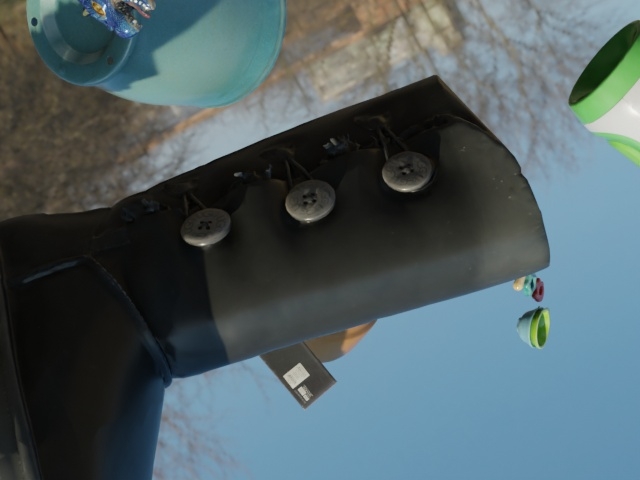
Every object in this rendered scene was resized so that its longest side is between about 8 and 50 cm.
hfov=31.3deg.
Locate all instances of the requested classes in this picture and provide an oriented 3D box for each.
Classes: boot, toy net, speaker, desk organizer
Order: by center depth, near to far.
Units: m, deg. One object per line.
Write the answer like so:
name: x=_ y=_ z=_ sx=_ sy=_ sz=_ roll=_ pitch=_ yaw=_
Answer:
boot: x=-0.031 y=0.068 z=0.869 sx=0.445 sy=0.367 sz=0.146 roll=-15 pitch=146 yaw=-13
speaker: x=0.398 y=-0.089 z=1.148 sx=0.131 sy=0.297 sz=0.131 roll=-53 pitch=-172 yaw=10
desk organizer: x=-0.044 y=0.116 z=1.229 sx=0.047 sy=0.130 sz=0.050 roll=-40 pitch=-177 yaw=-9
toy net: x=0.359 y=0.058 z=1.894 sx=0.045 sy=0.232 sz=0.122 roll=7 pitch=-161 yaw=32

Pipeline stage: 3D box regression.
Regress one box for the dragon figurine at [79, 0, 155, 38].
dragon figurine: x=-0.141 y=-0.254 z=0.698 sx=0.144 sy=0.289 sz=0.085 roll=-31 pitch=148 yaw=9

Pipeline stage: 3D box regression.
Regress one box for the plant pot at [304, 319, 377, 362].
plant pot: x=0.000 y=0.000 z=1.625 sx=0.203 sy=0.291 sz=0.291 roll=-46 pitch=179 yaw=39

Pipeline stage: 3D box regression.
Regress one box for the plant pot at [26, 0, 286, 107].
plant pot: x=-0.227 y=-0.296 z=1.475 sx=0.272 sy=0.271 sz=0.255 roll=-21 pitch=179 yaw=35
